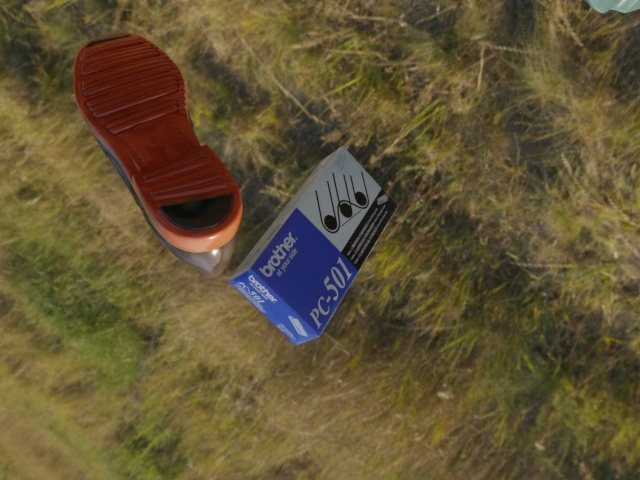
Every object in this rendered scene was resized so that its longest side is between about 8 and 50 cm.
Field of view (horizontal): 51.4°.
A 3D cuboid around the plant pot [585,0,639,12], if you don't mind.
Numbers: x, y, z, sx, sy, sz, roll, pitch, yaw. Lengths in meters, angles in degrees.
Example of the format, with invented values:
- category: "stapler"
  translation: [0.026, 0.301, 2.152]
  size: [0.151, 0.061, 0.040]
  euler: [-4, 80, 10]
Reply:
- category: "plant pot"
  translation: [0.348, -0.483, 0.797]
  size: [0.334, 0.341, 0.341]
  euler: [65, 154, 21]

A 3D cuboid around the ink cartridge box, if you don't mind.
- category: "ink cartridge box"
  translation: [0.000, 0.000, 0.698]
  size: [0.097, 0.207, 0.046]
  euler: [45, 140, -14]

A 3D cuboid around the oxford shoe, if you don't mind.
- category: "oxford shoe"
  translation: [-0.155, -0.082, 0.607]
  size: [0.271, 0.097, 0.098]
  euler: [61, 161, 27]
